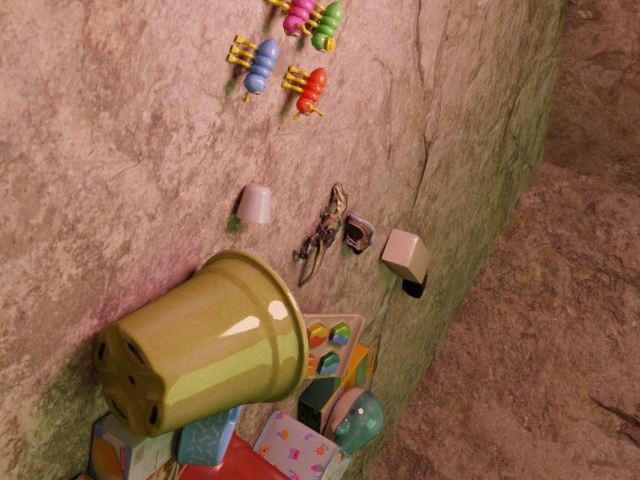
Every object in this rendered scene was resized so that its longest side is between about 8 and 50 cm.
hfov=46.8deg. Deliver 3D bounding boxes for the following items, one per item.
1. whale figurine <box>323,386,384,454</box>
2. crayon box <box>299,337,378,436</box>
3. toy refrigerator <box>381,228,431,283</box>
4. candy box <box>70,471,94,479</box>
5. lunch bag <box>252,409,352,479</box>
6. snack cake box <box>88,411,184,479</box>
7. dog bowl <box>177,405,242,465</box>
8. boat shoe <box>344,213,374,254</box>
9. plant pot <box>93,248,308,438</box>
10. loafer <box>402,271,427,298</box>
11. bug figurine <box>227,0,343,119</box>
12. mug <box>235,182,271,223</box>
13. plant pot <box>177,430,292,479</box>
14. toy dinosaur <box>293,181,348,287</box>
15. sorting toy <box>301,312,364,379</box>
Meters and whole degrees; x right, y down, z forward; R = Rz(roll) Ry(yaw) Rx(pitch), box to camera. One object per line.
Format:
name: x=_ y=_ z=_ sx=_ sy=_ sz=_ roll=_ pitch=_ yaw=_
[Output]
whale figurine: x=0.089 y=0.569 z=2.165 sx=0.272 sy=0.141 sz=0.216 roll=-60 pitch=158 yaw=-9
crayon box: x=0.053 y=0.445 z=2.254 sx=0.323 sy=0.083 sz=0.203 roll=-46 pitch=152 yaw=-38
toy refrigerator: x=0.269 y=0.052 z=2.310 sx=0.102 sy=0.094 sz=0.269 roll=-69 pitch=160 yaw=-7
candy box: x=-0.401 y=0.481 z=1.141 sx=0.233 sy=0.159 sz=0.071 roll=-28 pitch=140 yaw=-58
lunch bag: x=-0.083 y=0.616 z=1.938 sx=0.262 sy=0.223 sz=0.160 roll=-57 pitch=152 yaw=-15
snack cake box: x=-0.330 y=0.407 z=1.322 sx=0.152 sy=0.089 sz=0.264 roll=-33 pitch=143 yaw=-56
dog bowl: x=-0.188 y=0.300 z=1.419 sx=0.297 sy=0.074 sz=0.166 roll=-72 pitch=176 yaw=-49
boat shoe: x=0.098 y=-0.008 z=1.878 sx=0.066 sy=0.066 sz=0.183 roll=-58 pitch=158 yaw=-11
plant pot: x=-0.204 y=0.180 z=1.173 sx=0.254 sy=0.276 sz=0.276 roll=-22 pitch=134 yaw=-45
loafer: x=0.342 y=0.111 z=2.552 sx=0.078 sy=0.080 sz=0.220 roll=-45 pitch=152 yaw=-39
bug figurine: x=-0.037 y=-0.312 z=1.225 sx=0.279 sy=0.072 sz=0.216 roll=0 pitch=113 yaw=-66
mug: x=-0.121 y=-0.071 z=1.339 sx=0.062 sy=0.078 sz=0.064 roll=4 pitch=104 yaw=-33
plant pot: x=-0.171 y=0.599 z=1.657 sx=0.272 sy=0.265 sz=0.272 roll=-48 pitch=153 yaw=-35
toy dinosaur: x=0.000 y=0.000 z=1.676 sx=0.268 sy=0.064 sz=0.118 roll=-65 pitch=166 yaw=11
sorting toy: x=0.003 y=0.273 z=1.876 sx=0.208 sy=0.038 sz=0.193 roll=6 pitch=111 yaw=-35
